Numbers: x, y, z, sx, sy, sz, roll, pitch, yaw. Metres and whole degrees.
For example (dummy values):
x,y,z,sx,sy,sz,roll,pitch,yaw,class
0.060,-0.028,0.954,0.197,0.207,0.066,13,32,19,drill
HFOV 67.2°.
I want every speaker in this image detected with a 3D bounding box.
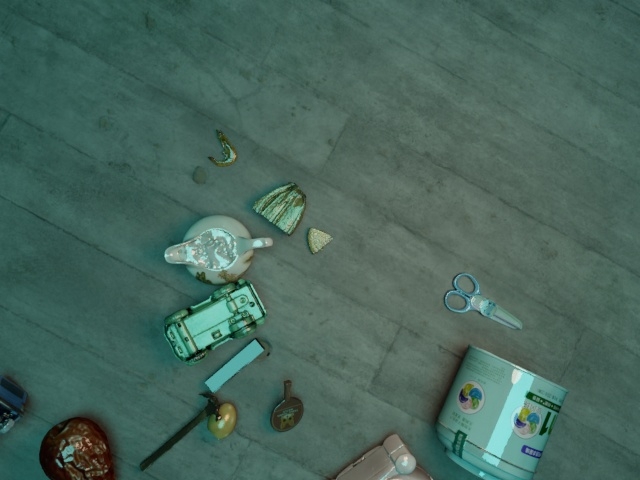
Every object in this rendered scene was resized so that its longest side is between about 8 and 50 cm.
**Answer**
x,y,z,sx,sy,sz,roll,pitch,yaw,class
-0.251,0.366,1.414,0.191,0.040,0.046,-40,90,-5,speaker

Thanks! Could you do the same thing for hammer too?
x,y,z,sx,sy,sz,roll,pitch,yaw,class
-0.402,0.555,1.373,0.297,0.125,0.027,-43,129,2,hammer

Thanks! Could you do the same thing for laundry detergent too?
x,y,z,sx,sy,sz,roll,pitch,yaw,class
0.489,0.492,1.345,0.287,0.287,0.306,25,85,-3,laundry detergent

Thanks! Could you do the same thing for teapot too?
x,y,z,sx,sy,sz,roll,pitch,yaw,class
-0.285,0.024,1.382,0.297,0.139,0.205,-13,86,-5,teapot

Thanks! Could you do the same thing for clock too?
x,y,z,sx,sy,sz,roll,pitch,yaw,class
0.202,0.777,1.365,0.342,0.184,0.326,-34,94,0,clock

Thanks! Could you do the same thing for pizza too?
x,y,z,sx,sy,sz,roll,pitch,yaw,class
0.000,0.000,1.462,0.077,0.025,0.084,-4,94,0,pizza

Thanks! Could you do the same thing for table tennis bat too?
x,y,z,sx,sy,sz,roll,pitch,yaw,class
-0.122,0.467,1.436,0.107,0.119,0.170,-8,112,-30,table tennis bat

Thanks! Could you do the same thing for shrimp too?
x,y,z,sx,sy,sz,roll,pitch,yaw,class
-0.306,-0.277,1.454,0.083,0.023,0.115,-28,93,-3,shrimp

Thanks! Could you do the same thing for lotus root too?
x,y,z,sx,sy,sz,roll,pitch,yaw,class
-0.104,-0.099,1.438,0.143,0.070,0.144,43,89,5,lotus root

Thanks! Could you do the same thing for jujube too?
x,y,z,sx,sy,sz,roll,pitch,yaw,class
-0.656,0.603,1.320,0.168,0.168,0.237,-28,104,-6,jujube

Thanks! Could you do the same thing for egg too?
x,y,z,sx,sy,sz,roll,pitch,yaw,class
-0.279,0.517,1.384,0.080,0.080,0.097,37,80,-2,egg

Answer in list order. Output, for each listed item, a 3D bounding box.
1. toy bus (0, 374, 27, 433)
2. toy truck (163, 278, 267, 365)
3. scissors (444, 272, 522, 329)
x,y,z,sx,sy,sz,roll,pitch,yaw,class
-0.933,0.493,1.304,0.234,0.133,0.116,-39,121,-5,toy bus
-0.295,0.228,1.360,0.278,0.156,0.155,-28,89,-5,toy truck
0.511,0.206,1.490,0.255,0.030,0.125,30,86,0,scissors
